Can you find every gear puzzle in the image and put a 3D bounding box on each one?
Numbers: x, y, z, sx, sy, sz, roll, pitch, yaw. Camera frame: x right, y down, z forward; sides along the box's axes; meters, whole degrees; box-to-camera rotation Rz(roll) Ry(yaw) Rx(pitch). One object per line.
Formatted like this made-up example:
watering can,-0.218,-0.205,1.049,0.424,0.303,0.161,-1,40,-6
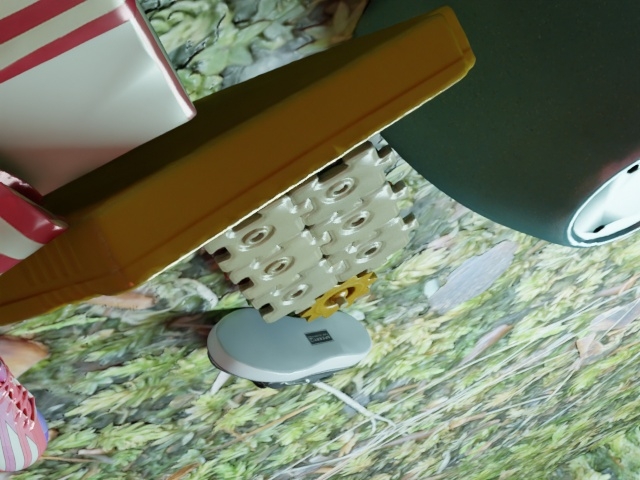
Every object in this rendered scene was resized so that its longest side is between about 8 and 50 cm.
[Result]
gear puzzle,0.000,0.000,1.210,0.175,0.044,0.339,-30,158,0

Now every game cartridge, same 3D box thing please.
game cartridge,-0.100,-0.029,0.761,0.324,0.052,0.285,-11,-162,49

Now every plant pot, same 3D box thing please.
plant pot,0.192,-0.110,1.008,0.290,0.195,0.290,-23,155,-11

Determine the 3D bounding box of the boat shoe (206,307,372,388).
boat shoe,-0.041,0.116,1.346,0.076,0.080,0.228,-45,158,29

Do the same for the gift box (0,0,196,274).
gift box,-0.223,-0.105,0.520,0.276,0.258,0.255,-31,154,3

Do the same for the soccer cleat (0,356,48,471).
soccer cleat,-0.283,0.133,1.125,0.095,0.083,0.248,-36,152,5
